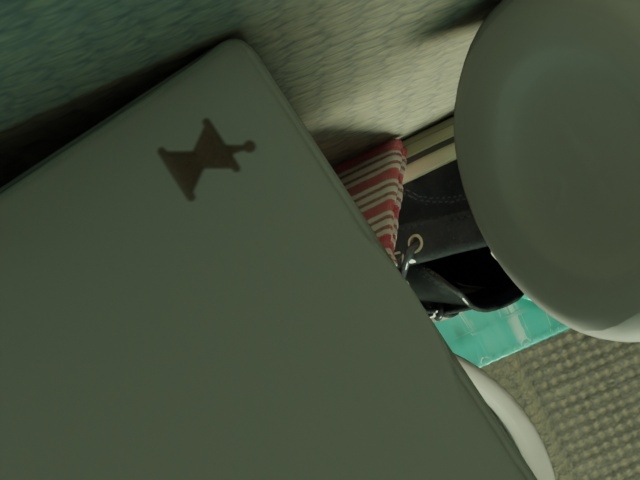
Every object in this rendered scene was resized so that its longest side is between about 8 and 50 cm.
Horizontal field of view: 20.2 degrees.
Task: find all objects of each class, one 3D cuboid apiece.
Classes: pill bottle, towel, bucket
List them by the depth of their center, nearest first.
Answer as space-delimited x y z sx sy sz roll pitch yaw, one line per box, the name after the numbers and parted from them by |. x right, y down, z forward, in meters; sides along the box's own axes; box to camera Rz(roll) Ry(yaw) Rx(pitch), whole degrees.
0.303 -0.096 1.159 0.407 0.229 0.229 -19 172 -36 | pill bottle
0.000 0.000 1.362 0.144 0.029 0.197 -25 -156 18 | towel
0.184 0.055 2.132 0.281 0.183 0.281 -24 175 -2 | bucket

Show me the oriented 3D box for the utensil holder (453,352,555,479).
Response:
0.014 0.234 1.729 0.327 0.327 0.385 -22 -173 -9 | utensil holder

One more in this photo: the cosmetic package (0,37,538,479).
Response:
-0.075 0.133 1.061 0.327 0.329 0.394 -33 173 0 | cosmetic package

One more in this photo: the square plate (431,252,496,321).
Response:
0.274 -0.052 1.759 0.344 0.049 0.347 -34 174 -38 | square plate

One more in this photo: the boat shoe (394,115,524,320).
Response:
0.096 -0.002 1.522 0.500 0.156 0.187 -26 175 31 | boat shoe
